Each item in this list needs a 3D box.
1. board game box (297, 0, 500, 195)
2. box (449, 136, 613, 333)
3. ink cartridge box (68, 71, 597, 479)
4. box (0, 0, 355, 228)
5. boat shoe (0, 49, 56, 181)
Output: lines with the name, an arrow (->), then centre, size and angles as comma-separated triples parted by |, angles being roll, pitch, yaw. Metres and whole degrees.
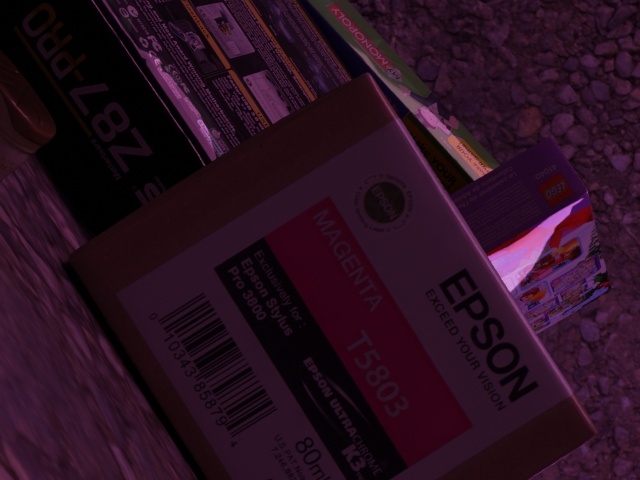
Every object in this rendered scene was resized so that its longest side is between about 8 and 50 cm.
board game box -> -0.025, -0.104, 1.333 | 0.317, 0.213, 0.046 | 48, 42, 6
box -> 0.072, 0.056, 1.214 | 0.057, 0.293, 0.201 | 60, 1, 25
ink cartridge box -> 0.006, 0.055, 0.889 | 0.234, 0.193, 0.088 | 57, 1, -1
box -> -0.115, -0.159, 1.127 | 0.395, 0.097, 0.318 | 55, 25, 1
boat shoe -> -0.180, -0.087, 0.757 | 0.153, 0.048, 0.056 | 51, 10, 24
